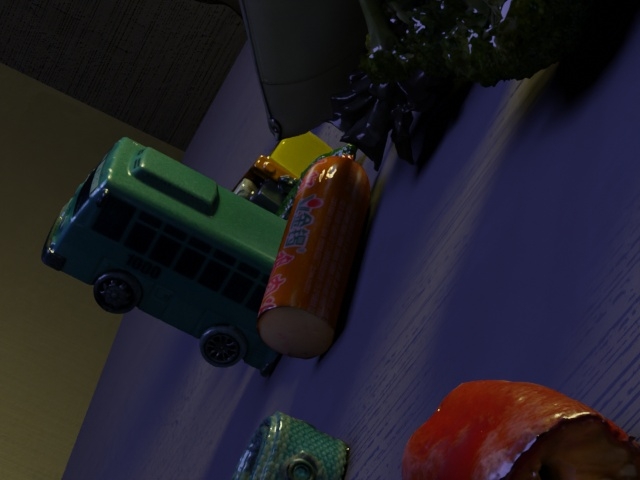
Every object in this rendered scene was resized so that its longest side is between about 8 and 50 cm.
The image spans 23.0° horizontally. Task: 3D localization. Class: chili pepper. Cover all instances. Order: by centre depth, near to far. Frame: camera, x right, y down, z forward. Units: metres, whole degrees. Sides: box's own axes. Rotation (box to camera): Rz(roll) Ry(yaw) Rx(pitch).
[{"bbox_3d":[0.082,0.107,0.710,0.086,0.084,0.192,-32,9,-9],"label":"chili pepper"},{"bbox_3d":[-0.021,-0.024,1.677,0.227,0.059,0.088,-52,20,34],"label":"chili pepper"}]

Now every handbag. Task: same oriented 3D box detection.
[{"bbox_3d":[0.025,-0.217,1.415,0.241,0.109,0.315,-41,-31,-16],"label":"handbag"}]

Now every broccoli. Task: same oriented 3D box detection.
[{"bbox_3d":[0.088,-0.249,1.021,0.304,0.284,0.321,-148,63,-62],"label":"broccoli"}]

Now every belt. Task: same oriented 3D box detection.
[{"bbox_3d":[-0.058,0.258,1.091,0.087,0.072,0.302,-42,22,55],"label":"belt"}]

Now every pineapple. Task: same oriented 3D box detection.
[{"bbox_3d":[0.085,-0.179,1.317,0.128,0.128,0.248,-80,15,-58],"label":"pineapple"}]

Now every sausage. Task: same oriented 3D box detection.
[{"bbox_3d":[0.000,0.000,1.436,0.071,0.071,0.234,-55,14,44],"label":"sausage"}]

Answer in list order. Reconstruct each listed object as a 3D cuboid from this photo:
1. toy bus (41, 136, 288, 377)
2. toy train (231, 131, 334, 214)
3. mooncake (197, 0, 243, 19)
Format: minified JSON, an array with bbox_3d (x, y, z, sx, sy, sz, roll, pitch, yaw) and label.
[{"bbox_3d":[-0.133,0.010,1.569,0.147,0.256,0.128,-57,12,24],"label":"toy bus"},{"bbox_3d":[-0.054,-0.051,1.816,0.127,0.089,0.219,-57,5,-26],"label":"toy train"},{"bbox_3d":[-0.053,-0.458,2.038,0.201,0.379,0.378,22,-87,-89],"label":"mooncake"}]
